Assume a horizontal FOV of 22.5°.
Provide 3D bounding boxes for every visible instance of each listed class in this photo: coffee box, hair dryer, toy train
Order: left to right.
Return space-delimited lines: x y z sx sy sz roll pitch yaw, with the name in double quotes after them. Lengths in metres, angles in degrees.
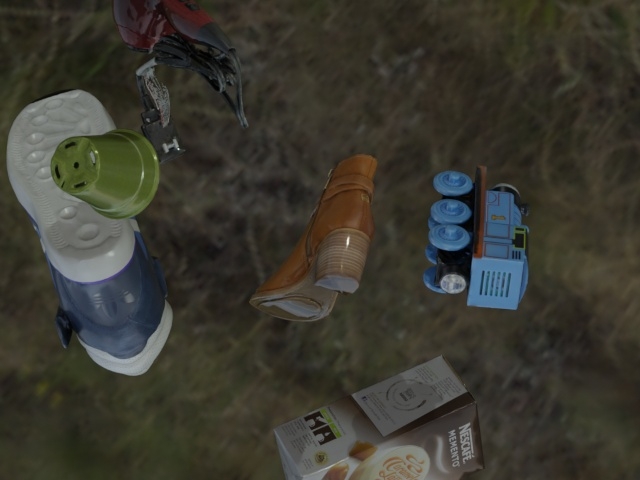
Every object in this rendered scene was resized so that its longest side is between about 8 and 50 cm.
-0.137 -0.234 1.616 0.223 0.080 0.293 -23 83 55 "hair dryer"
0.078 0.269 2.079 0.098 0.246 0.141 54 162 45 "coffee box"
0.163 -0.005 1.661 0.105 0.184 0.080 7 126 3 "toy train"

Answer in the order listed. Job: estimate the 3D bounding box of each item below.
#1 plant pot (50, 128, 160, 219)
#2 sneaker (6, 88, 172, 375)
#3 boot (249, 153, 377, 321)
-0.198 -0.063 1.429 0.083 0.083 0.079 23 -174 24 "plant pot"
-0.255 0.006 1.822 0.323 0.130 0.236 -114 9 -46 "sneaker"
0.000 0.000 1.751 0.073 0.152 0.197 26 150 -28 "boot"
